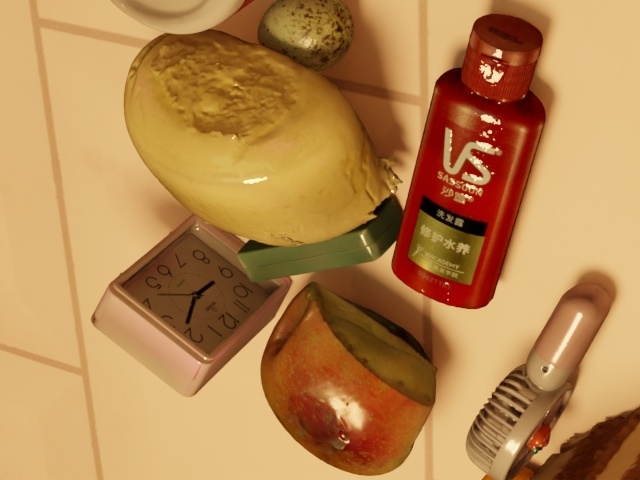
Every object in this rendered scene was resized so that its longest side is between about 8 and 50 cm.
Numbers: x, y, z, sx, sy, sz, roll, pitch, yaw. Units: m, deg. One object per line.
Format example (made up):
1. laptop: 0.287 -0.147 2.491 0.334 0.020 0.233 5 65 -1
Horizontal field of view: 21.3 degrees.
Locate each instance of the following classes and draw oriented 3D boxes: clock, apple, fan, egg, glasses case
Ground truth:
1. clock: -0.144 0.067 1.917 0.150 0.197 0.063 37 130 8
2. apple: 0.027 0.158 1.878 0.188 0.174 0.207 27 177 -7
3. fan: 0.233 0.148 1.778 0.074 0.130 0.244 35 121 17
4. egg: -0.017 -0.212 1.728 0.110 0.085 0.085 -8 113 37
5. glasses case: 0.000 0.000 1.858 0.184 0.078 0.039 -10 114 38

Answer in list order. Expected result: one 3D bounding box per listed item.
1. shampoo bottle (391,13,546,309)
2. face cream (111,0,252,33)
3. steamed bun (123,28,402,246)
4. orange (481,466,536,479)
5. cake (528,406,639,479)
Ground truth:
1. shampoo bottle: 0.153 -0.075 1.709 0.118 0.076 0.314 28 130 19
2. face cream: -0.111 -0.322 1.651 0.201 0.187 0.201 17 126 24
3. steamed bun: -0.071 -0.084 1.748 0.273 0.166 0.232 25 160 22
4. orange: 0.214 0.291 1.909 0.083 0.070 0.083 15 127 20
5. cake: 0.336 0.333 1.713 0.290 0.282 0.256 -32 95 44
